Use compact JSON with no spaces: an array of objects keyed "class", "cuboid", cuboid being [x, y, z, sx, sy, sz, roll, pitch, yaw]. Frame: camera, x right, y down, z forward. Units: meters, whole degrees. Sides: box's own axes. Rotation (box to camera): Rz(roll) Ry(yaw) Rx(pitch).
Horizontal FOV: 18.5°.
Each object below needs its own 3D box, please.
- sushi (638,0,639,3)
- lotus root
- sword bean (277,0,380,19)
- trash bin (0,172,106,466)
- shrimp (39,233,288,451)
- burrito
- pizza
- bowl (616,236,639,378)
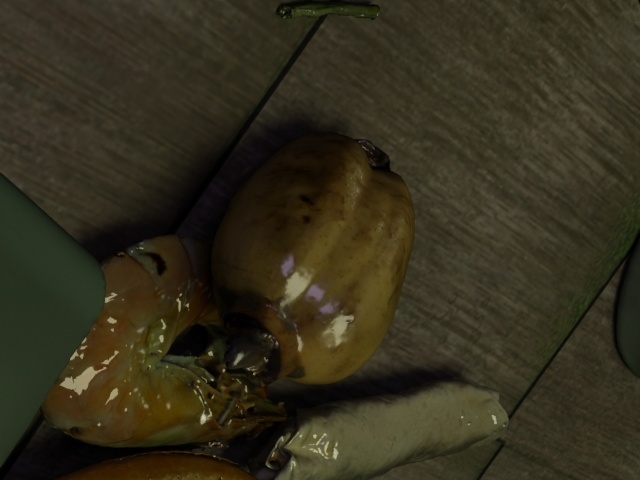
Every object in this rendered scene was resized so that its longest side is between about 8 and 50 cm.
[{"class":"sushi","cuboid":[0.185,-0.252,1.216,0.150,0.153,0.172,0,143,-28]},{"class":"lotus root","cuboid":[-0.010,0.020,1.216,0.118,0.125,0.221,-59,-177,48]},{"class":"sword bean","cuboid":[0.006,-0.143,1.218,0.083,0.012,0.012,-6,124,-44]},{"class":"trash bin","cuboid":[-0.262,-0.035,0.826,0.158,0.223,0.343,-58,147,-5]},{"class":"shrimp","cuboid":[-0.090,0.077,1.262,0.267,0.061,0.145,34,84,-52]},{"class":"burrito","cuboid":[0.043,0.146,1.458,0.275,0.059,0.082,-9,153,-47]},{"class":"pizza","cuboid":[-0.149,0.205,1.292,0.201,0.053,0.193,11,122,-50]},{"class":"bowl","cuboid":[0.414,0.028,1.702,0.307,0.163,0.307,-27,134,-32]}]
